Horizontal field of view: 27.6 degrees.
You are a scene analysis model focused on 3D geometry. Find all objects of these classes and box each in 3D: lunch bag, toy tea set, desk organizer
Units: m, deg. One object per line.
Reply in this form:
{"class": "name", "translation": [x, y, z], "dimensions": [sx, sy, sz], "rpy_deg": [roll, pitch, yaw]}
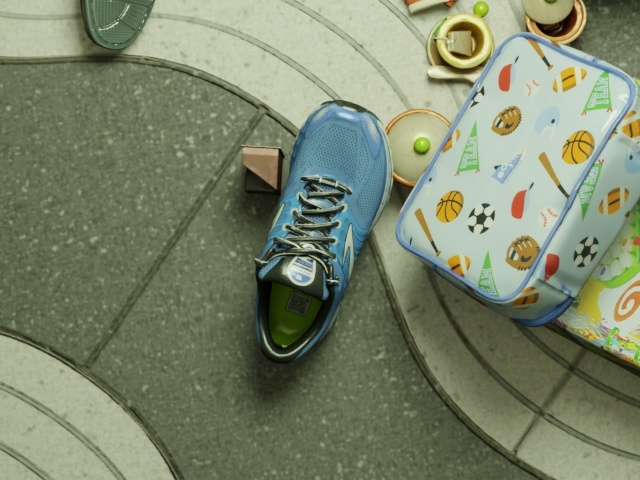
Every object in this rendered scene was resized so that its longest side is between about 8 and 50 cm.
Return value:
{"class": "lunch bag", "translation": [0.229, -0.076, 1.435], "dimensions": [0.115, 0.243, 0.303], "rpy_deg": [29, 93, -42]}
{"class": "toy tea set", "translation": [0.200, -0.177, 1.572], "dimensions": [0.200, 0.124, 0.336], "rpy_deg": [20, 88, 2]}
{"class": "desk organizer", "translation": [-0.070, -0.084, 1.570], "dimensions": [0.047, 0.130, 0.050], "rpy_deg": [3, 89, 1]}

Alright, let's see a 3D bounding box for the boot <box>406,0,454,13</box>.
{"class": "boot", "translation": [0.171, -0.336, 1.618], "dimensions": [0.158, 0.059, 0.085], "rpy_deg": [-17, 90, 9]}

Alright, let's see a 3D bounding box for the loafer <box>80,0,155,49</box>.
{"class": "loafer", "translation": [-0.253, -0.369, 1.625], "dimensions": [0.096, 0.084, 0.268], "rpy_deg": [6, 91, -30]}

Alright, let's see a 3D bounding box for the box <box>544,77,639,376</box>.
{"class": "box", "translation": [0.406, 0.010, 1.532], "dimensions": [0.279, 0.177, 0.290], "rpy_deg": [29, 88, 3]}

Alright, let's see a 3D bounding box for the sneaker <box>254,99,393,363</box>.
{"class": "sneaker", "translation": [0.000, 0.000, 1.508], "dimensions": [0.129, 0.147, 0.330], "rpy_deg": [14, 110, 3]}
